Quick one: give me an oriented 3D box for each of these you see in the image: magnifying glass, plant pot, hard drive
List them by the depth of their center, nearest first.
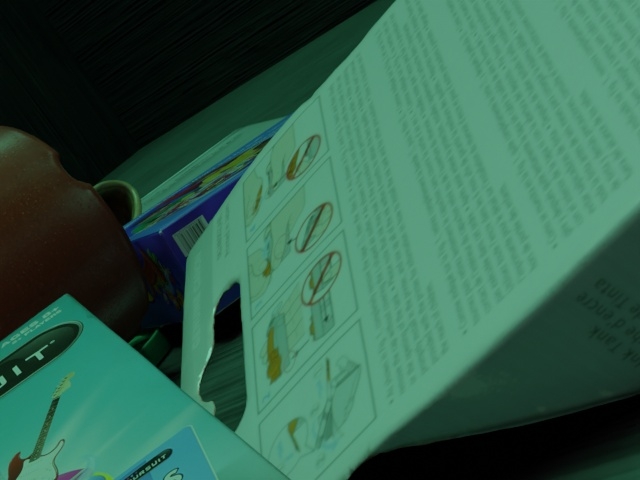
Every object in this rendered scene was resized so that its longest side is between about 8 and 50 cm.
[{"bbox_3d":[-0.287,0.065,0.922,0.265,0.272,0.272,-41,13,-32],"label":"plant pot"},{"bbox_3d":[-0.163,0.116,0.985,0.092,0.026,0.231,-34,12,3],"label":"magnifying glass"},{"bbox_3d":[-0.125,-0.068,1.448,0.210,0.040,0.318,-37,11,-11],"label":"hard drive"}]

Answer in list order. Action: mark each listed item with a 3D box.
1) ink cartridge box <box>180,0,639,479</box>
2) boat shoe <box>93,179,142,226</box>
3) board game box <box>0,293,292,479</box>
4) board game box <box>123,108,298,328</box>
[{"bbox_3d":[0.077,-0.022,0.585,0.385,0.091,0.308,-48,25,22],"label":"ink cartridge box"},{"bbox_3d":[-0.254,0.037,1.206,0.341,0.121,0.110,-76,12,-64],"label":"boat shoe"},{"bbox_3d":[-0.134,0.154,0.455,0.254,0.079,0.336,-38,23,-15],"label":"board game box"},{"bbox_3d":[-0.030,-0.052,1.103,0.347,0.078,0.233,-36,11,-27],"label":"board game box"}]
